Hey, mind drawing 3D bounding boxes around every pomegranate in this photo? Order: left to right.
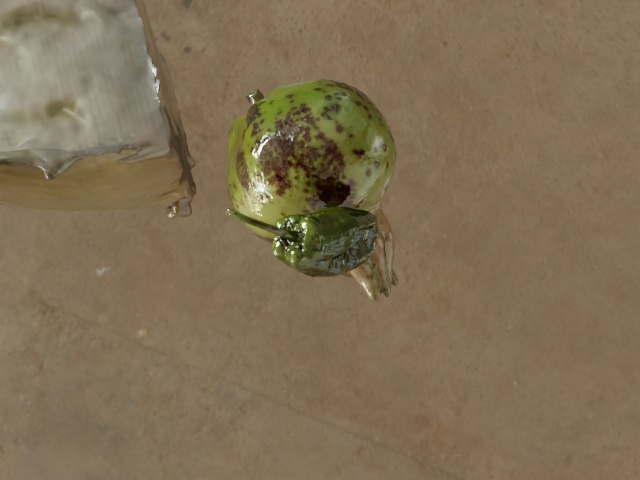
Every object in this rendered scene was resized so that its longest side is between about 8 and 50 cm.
[{"bbox_3d":[-0.006,-0.056,0.986,0.204,0.222,0.276,-3,79,-17],"label":"pomegranate"}]

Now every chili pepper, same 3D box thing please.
[{"bbox_3d":[-0.001,0.002,0.819,0.073,0.204,0.072,3,94,34],"label":"chili pepper"}]

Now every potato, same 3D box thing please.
[{"bbox_3d":[-0.181,-0.073,0.470,0.190,0.264,0.211,-17,74,-6],"label":"potato"}]
